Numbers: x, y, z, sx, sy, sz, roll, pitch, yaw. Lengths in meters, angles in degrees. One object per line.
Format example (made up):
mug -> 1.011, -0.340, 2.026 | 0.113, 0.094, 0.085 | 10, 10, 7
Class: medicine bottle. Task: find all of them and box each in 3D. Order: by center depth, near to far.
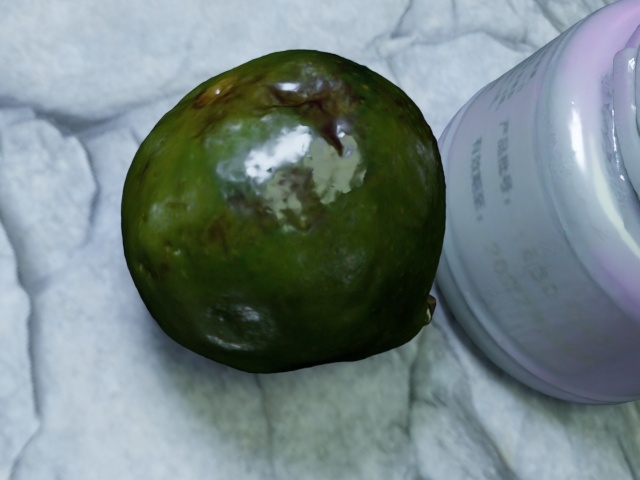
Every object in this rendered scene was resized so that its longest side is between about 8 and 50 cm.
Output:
medicine bottle -> 0.233, -0.041, 1.165 | 0.241, 0.302, 0.241 | 11, 66, -27

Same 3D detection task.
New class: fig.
fig -> 0.000, 0.000, 1.087 | 0.245, 0.195, 0.195 | 42, 53, -33
